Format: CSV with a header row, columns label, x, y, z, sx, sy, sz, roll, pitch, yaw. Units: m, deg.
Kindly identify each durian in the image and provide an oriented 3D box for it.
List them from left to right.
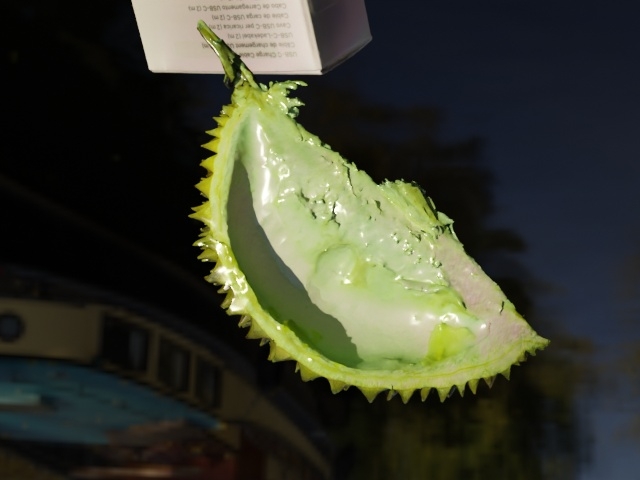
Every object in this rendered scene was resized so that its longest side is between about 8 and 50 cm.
label,x,y,z,sx,sy,sz,roll,pitch,yaw
durian,0.000,0.000,0.714,0.215,0.100,0.086,42,-172,-1

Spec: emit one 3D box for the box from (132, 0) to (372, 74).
label,x,y,z,sx,sy,sz,roll,pitch,yaw
box,-0.082,-0.279,1.417,0.203,0.252,0.106,3,-153,34
